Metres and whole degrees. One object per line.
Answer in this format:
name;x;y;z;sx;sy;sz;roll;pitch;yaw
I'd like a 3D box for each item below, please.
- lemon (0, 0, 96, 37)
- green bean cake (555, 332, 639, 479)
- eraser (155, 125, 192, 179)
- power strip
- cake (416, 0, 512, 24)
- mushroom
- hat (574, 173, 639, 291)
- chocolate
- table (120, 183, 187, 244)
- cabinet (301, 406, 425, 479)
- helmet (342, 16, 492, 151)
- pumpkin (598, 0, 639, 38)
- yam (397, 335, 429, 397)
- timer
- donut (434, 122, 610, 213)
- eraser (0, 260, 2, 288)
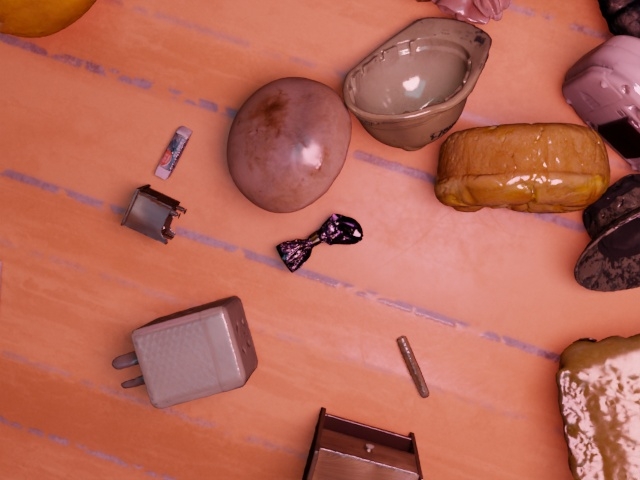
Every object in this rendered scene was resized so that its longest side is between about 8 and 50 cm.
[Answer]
lemon;-0.456;-0.459;1.058;0.263;0.236;0.236;-34;91;-10
green bean cake;0.534;0.301;1.033;0.285;0.202;0.310;-8;70;24
eraser;-0.258;-0.154;1.170;0.027;0.019;0.099;29;96;1
power strip;-0.236;0.194;1.132;0.224;0.140;0.139;-16;93;5
cake;0.226;-0.421;1.038;0.207;0.185;0.178;-12;89;-18
mushroom;-0.045;-0.155;1.083;0.226;0.178;0.226;-12;73;43
hat;0.503;-0.032;1.071;0.265;0.265;0.128;-25;55;5
chocolate;-0.002;-0.002;1.148;0.147;0.072;0.070;-28;51;-3
table;-0.283;-0.045;1.149;0.082;0.083;0.070;26;98;-5
cabinet;0.063;0.387;1.086;0.174;0.215;0.148;15;94;2
helmet;0.161;-0.231;1.084;0.257;0.137;0.204;-42;52;-18
pumpkin;0.565;-0.404;0.978;0.295;0.296;0.296;0;94;4
yam;0.163;0.222;1.167;0.021;0.021;0.116;-22;91;5
timer;0.480;-0.191;1.000;0.087;0.262;0.237;-44;90;6
donut;0.310;-0.110;1.035;0.261;0.208;0.128;0;88;14
eraser;-0.658;0.082;1.208;0.150;0.023;0.104;5;94;3
